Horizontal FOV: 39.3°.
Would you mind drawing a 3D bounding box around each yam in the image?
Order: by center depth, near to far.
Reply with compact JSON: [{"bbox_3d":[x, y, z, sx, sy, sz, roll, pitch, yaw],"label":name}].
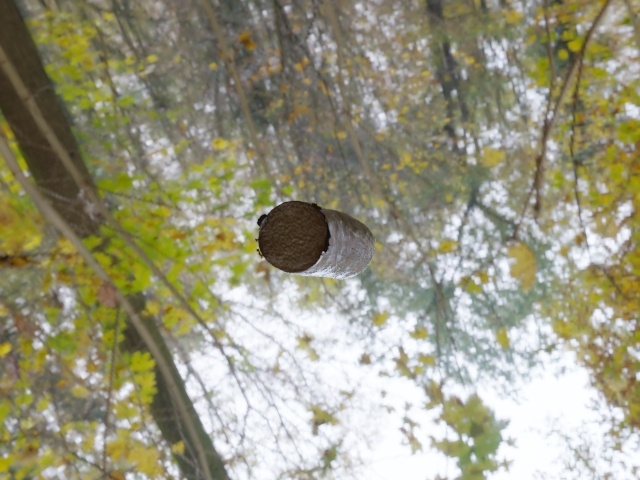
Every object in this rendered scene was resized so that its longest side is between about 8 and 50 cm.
[{"bbox_3d":[-0.002,0.002,0.938,0.084,0.084,0.127,-4,170,25],"label":"yam"}]
